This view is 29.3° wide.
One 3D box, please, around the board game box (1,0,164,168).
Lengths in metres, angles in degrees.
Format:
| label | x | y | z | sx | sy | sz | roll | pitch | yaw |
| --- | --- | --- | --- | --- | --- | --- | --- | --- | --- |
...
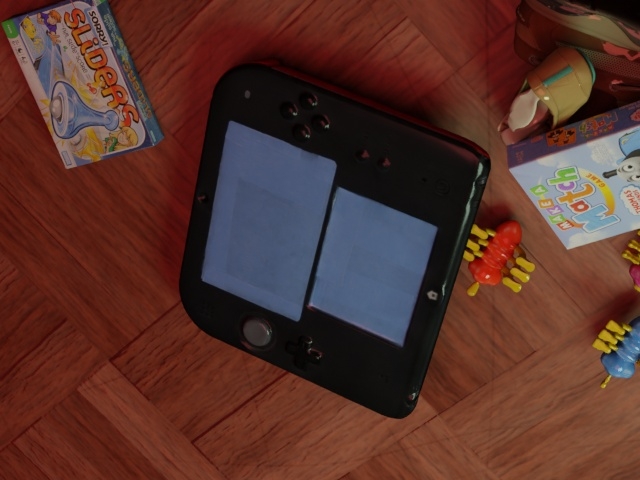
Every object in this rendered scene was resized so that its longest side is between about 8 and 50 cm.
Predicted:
| label | x | y | z | sx | sy | sz | roll | pitch | yaw |
| --- | --- | --- | --- | --- | --- | --- | --- | --- | --- |
| board game box | -0.293 | -0.198 | 1.512 | 0.136 | 0.035 | 0.201 | -13 | 111 | 23 |

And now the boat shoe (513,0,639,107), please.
| label | x | y | z | sx | sy | sz | roll | pitch | yaw |
| --- | --- | --- | --- | --- | --- | --- | --- | --- | --- |
| boat shoe | 0.352 | -0.184 | 1.270 | 0.324 | 0.122 | 0.120 | 27 | 133 | 10 |

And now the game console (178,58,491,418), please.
| label | x | y | z | sx | sy | sz | roll | pitch | yaw |
| --- | --- | --- | --- | --- | --- | --- | --- | --- | --- |
| game console | 0.000 | 0.000 | 1.466 | 0.342 | 0.060 | 0.387 | 26 | 123 | 19 |

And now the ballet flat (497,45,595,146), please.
| label | x | y | z | sx | sy | sz | roll | pitch | yaw |
| --- | --- | --- | --- | --- | --- | --- | --- | --- | --- |
| ballet flat | 0.221 | -0.132 | 1.287 | 0.073 | 0.232 | 0.080 | -31 | 74 | -13 |

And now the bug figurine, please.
| label | x | y | z | sx | sy | sz | roll | pitch | yaw |
| --- | --- | --- | --- | --- | --- | --- | --- | --- | --- |
| bug figurine | 0.308 | 0.034 | 1.411 | 0.279 | 0.072 | 0.216 | 36 | 115 | 4 |

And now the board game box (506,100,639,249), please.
| label | x | y | z | sx | sy | sz | roll | pitch | yaw |
| --- | --- | --- | --- | --- | --- | --- | --- | --- | --- |
| board game box | 0.321 | -0.073 | 1.258 | 0.211 | 0.039 | 0.160 | -18 | 139 | 27 |
